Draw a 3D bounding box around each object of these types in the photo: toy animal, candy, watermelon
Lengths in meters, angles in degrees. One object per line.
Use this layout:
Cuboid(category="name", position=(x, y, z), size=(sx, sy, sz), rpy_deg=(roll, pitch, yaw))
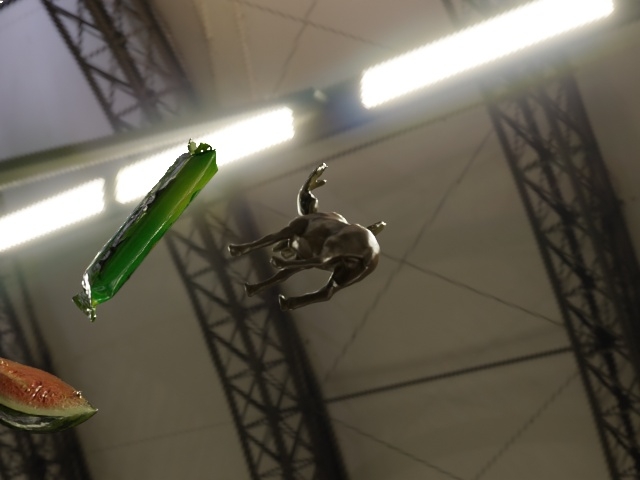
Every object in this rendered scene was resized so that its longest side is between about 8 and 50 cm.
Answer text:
Cuboid(category="toy animal", position=(0.000, 0.000, 1.287), size=(0.186, 0.094, 0.214), rpy_deg=(-31, -155, -23))
Cuboid(category="candy", position=(-0.150, -0.011, 1.051), size=(0.178, 0.032, 0.102), rpy_deg=(-52, -168, -5))
Cuboid(category="watermelon", position=(-0.491, 0.250, 2.016), size=(0.245, 0.063, 0.119), rpy_deg=(22, -135, 21))
